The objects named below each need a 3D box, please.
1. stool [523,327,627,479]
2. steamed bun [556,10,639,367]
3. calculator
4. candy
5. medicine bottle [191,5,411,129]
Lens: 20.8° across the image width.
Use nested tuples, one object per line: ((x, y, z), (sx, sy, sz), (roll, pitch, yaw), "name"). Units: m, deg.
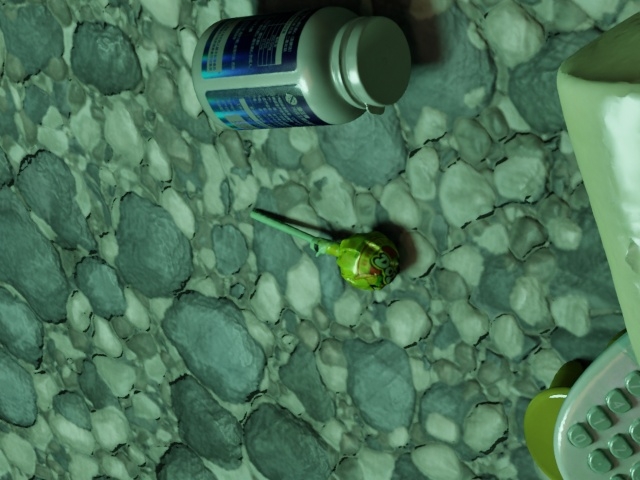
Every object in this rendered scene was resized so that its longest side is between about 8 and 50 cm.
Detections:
((0.254, 0.156, 1.550), (0.135, 0.110, 0.134), (17, 127, 31), "stool")
((0.409, -0.053, 1.142), (0.456, 0.290, 0.371), (-17, 111, 15), "steamed bun")
((0.330, 0.129, 1.439), (0.295, 0.042, 0.184), (-35, 100, 15), "calculator")
((0.000, 0.000, 1.719), (0.194, 0.058, 0.062), (22, 161, 40), "candy")
((-0.017, -0.156, 1.584), (0.192, 0.107, 0.107), (0, 115, 40), "medicine bottle")
